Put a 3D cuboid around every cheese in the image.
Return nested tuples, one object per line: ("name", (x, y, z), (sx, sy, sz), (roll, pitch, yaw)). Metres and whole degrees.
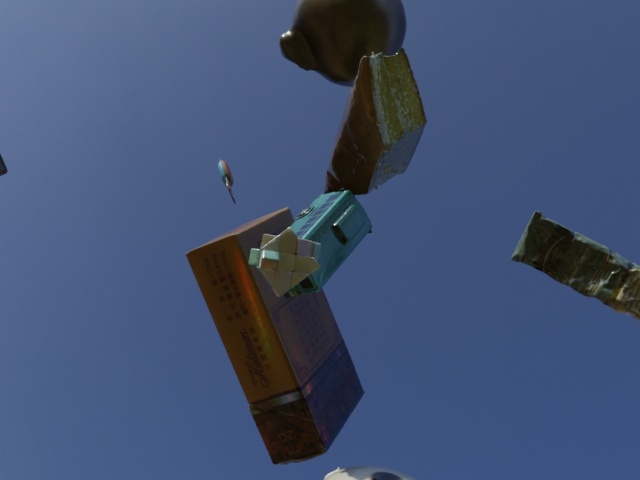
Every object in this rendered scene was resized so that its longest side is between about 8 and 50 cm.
("cheese", (-0.151, -0.098, 1.211), (0.017, 0.111, 0.047), (-24, -53, 2))

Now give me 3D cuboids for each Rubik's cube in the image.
("Rubik's cube", (-0.043, 0.019, 0.893), (0.073, 0.084, 0.075), (53, -24, -1))

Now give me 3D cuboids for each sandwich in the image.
("sandwich", (0.080, -0.144, 1.068), (0.096, 0.094, 0.258), (48, -34, 24))

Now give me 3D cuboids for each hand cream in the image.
("hand cream", (0.381, 0.052, 0.995), (0.247, 0.052, 0.075), (30, -87, 15))

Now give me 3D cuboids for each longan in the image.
("longan", (0.034, -0.331, 1.172), (0.204, 0.159, 0.185), (-18, -100, -3))

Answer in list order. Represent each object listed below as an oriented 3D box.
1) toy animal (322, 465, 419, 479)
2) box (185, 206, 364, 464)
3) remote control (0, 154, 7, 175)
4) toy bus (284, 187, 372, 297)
("toy animal", (0.055, 0.393, 0.826), (0.212, 0.212, 0.267), (24, -112, 11))
("box", (-0.070, 0.167, 1.384), (0.115, 0.264, 0.415), (-20, -84, 21))
("remote control", (-0.272, -0.051, 0.555), (0.091, 0.016, 0.034), (-13, -77, 27))
("toy bus", (0.000, 0.000, 1.045), (0.091, 0.160, 0.079), (-12, -62, 48))
